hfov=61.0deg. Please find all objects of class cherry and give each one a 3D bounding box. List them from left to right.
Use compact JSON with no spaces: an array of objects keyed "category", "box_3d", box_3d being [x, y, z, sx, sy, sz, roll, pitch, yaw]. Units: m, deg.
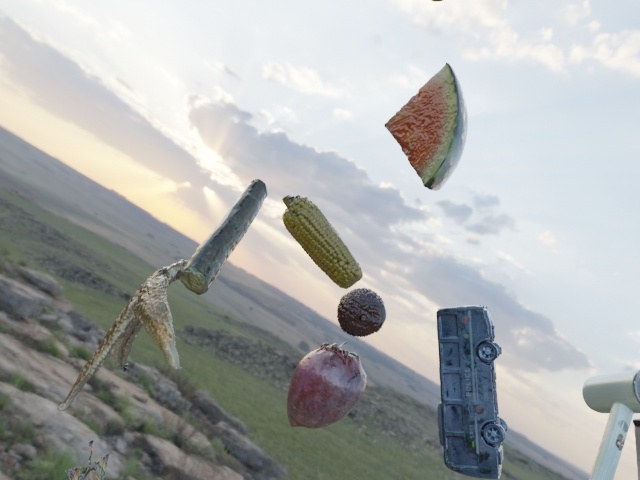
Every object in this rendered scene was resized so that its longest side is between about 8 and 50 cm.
[{"category":"cherry","box_3d":[0.006,0.376,1.378,0.175,0.250,0.192,42,0,11]}]

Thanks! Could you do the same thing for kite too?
[{"category":"kite","box_3d":[-0.273,0.283,0.649,0.004,0.090,0.122,-11,-17,-1]}]

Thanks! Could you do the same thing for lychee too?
[{"category":"lychee","box_3d":[0.098,0.174,1.309,0.123,0.123,0.129,29,-14,7]}]

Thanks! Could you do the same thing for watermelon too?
[{"category":"watermelon","box_3d":[0.187,-0.155,0.853,0.193,0.137,0.145,89,-22,-53]}]

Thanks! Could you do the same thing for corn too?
[{"category":"corn","box_3d":[0.000,0.000,1.561,0.322,0.119,0.119,49,-6,2]}]

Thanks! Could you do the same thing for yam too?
[{"category":"yam","box_3d":[-0.167,-0.016,1.003,0.061,0.274,0.061,16,-43,15]}]

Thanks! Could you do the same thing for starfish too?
[{"category":"starfish","box_3d":[-0.341,0.160,1.126,0.132,0.384,0.398,36,5,-16]}]

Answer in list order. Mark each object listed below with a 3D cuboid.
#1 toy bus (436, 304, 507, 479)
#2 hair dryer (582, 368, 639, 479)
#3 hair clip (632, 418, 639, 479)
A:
[{"category":"toy bus","box_3d":[0.151,0.149,0.549,0.065,0.166,0.047,-5,-10,22]},{"category":"hair dryer","box_3d":[0.496,0.334,0.927,0.073,0.237,0.131,33,-26,-4]},{"category":"hair clip","box_3d":[0.668,0.518,1.037,0.101,0.331,0.085,13,-16,-20]}]
